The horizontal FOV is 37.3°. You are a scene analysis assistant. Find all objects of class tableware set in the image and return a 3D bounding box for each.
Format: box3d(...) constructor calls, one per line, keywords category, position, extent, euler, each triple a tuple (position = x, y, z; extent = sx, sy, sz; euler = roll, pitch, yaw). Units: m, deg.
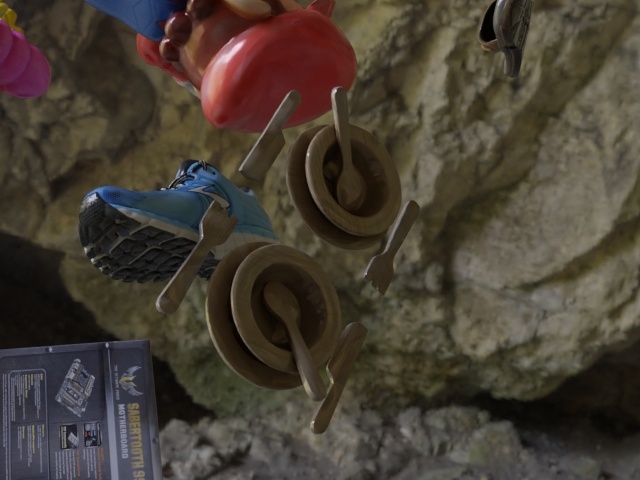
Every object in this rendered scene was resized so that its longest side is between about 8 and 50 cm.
box3d(category="tableware set", position=(0.000, 0.000, 0.567), extent=(0.128, 0.194, 0.039), euler=(41, -37, -19))

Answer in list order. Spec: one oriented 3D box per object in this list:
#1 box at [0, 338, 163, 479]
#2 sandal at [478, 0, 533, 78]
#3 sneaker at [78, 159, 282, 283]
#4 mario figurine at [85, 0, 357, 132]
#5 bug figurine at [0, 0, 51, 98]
box3d(category="box", position=(-0.253, 0.218, 0.952), extent=(0.183, 0.231, 0.056), euler=(-3, -31, -16))
box3d(category="sandal", position=(0.220, -0.256, 1.151), extent=(0.060, 0.090, 0.219), euler=(13, 4, 16))
box3d(category="sneaker", position=(-0.090, -0.015, 0.595), extent=(0.063, 0.073, 0.162), euler=(-25, -18, 28))
box3d(category="mario figurine", position=(-0.107, -0.210, 0.723), extent=(0.320, 0.170, 0.198), euler=(34, 7, -4))
box3d(category="bug figurine", position=(-0.241, -0.078, 0.508), extent=(0.072, 0.279, 0.216), euler=(12, -11, 28))
